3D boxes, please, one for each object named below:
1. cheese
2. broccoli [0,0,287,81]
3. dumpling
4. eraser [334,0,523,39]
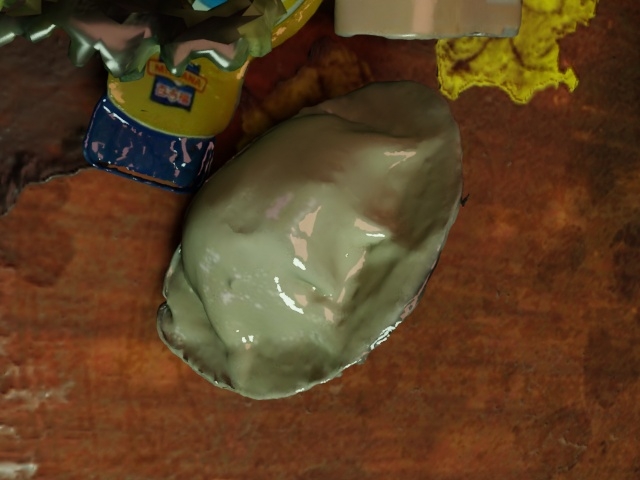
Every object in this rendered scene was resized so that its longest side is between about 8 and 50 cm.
[{"bbox_3d":[-0.071,-0.165,0.594,0.176,0.069,0.271,16,95,-33],"label":"cheese"},{"bbox_3d":[-0.131,-0.223,0.399,0.334,0.272,0.324,-35,80,22],"label":"broccoli"},{"bbox_3d":[0.000,0.000,0.611,0.247,0.172,0.142,-50,145,2],"label":"dumpling"},{"bbox_3d":[0.086,-0.285,0.635,0.171,0.087,0.291,-15,112,-47],"label":"eraser"}]
